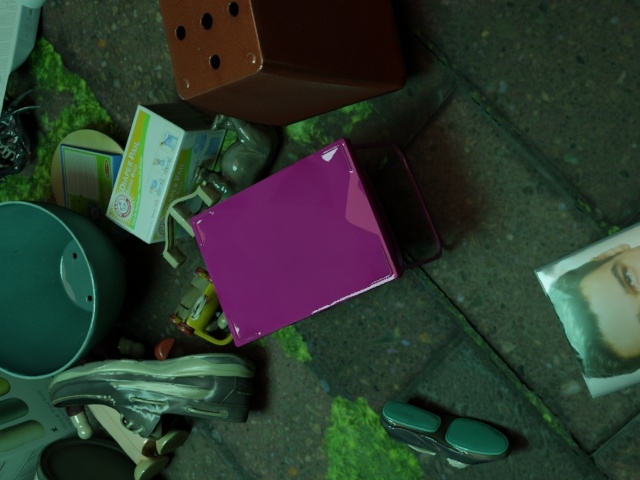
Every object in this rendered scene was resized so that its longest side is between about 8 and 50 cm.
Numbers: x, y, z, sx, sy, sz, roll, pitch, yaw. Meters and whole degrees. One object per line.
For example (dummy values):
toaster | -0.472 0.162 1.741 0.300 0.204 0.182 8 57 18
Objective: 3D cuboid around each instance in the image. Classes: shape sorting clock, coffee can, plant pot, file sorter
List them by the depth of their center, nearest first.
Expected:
plant pot | -0.076 -0.309 1.574 0.267 0.236 0.267 -12 90 45
file sorter | 0.000 0.000 1.631 0.290 0.182 0.202 -25 82 31
plant pot | -0.440 0.068 1.878 0.290 0.195 0.290 4 99 25
shape sorting clock | -0.389 -0.093 1.943 0.206 0.040 0.206 13 112 33
coffee can | -0.425 0.513 1.959 0.201 0.201 0.275 29 111 26

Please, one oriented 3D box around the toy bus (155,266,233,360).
toy bus | -0.162 0.110 1.742 0.104 0.202 0.191 30 131 -15

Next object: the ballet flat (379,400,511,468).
ballet flat | 0.182 0.291 1.634 0.203 0.074 0.074 15 105 23

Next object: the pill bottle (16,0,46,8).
pill bottle | -0.459 -0.488 1.888 0.186 0.112 0.112 -44 74 28

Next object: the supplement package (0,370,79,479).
supplement package | -0.603 0.357 2.010 0.199 0.262 0.198 47 118 17

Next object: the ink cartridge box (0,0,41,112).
ink cartridge box | -0.598 -0.321 1.994 0.189 0.066 0.232 1 82 31

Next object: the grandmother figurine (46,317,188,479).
grandmother figurine | -0.381 0.252 1.955 0.342 0.104 0.208 41 93 19

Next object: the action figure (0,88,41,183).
action figure | -0.608 -0.155 2.016 0.164 0.141 0.276 51 121 29

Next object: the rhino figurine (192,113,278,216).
rhino figurine | -0.145 -0.092 1.762 0.106 0.073 0.243 17 113 -15

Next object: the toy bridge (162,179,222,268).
toy bridge | -0.211 -0.035 1.757 0.063 0.026 0.188 46 135 11

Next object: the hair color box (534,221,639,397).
hair color box | 0.478 0.041 1.380 0.374 0.113 0.185 -28 82 32

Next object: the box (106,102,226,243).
box | -0.251 -0.110 1.813 0.103 0.114 0.203 31 113 26

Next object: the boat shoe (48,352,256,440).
boat shoe | -0.279 0.258 1.814 0.355 0.132 0.130 -7 77 15
